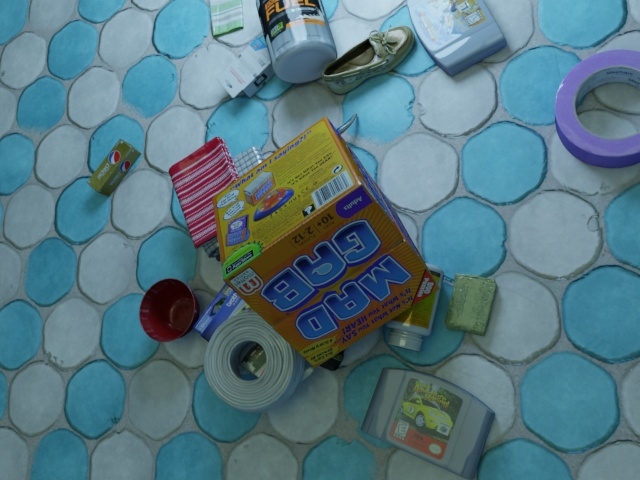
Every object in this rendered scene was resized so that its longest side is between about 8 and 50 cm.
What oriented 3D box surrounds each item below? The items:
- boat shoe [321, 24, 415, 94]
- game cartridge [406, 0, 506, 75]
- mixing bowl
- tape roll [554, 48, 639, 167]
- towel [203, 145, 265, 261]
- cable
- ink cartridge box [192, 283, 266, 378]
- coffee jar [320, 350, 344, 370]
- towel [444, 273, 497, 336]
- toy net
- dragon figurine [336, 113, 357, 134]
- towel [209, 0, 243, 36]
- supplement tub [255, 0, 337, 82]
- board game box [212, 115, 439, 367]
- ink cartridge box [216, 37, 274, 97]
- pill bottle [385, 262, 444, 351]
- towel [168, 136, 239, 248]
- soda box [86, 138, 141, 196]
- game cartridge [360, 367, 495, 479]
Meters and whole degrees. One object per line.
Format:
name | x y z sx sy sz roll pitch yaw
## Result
boat shoe | 0.137 -0.518 1.864 0.285 0.089 0.104 -34 67 9
game cartridge | 0.360 -0.611 1.825 0.198 0.062 0.297 -26 70 9
mixing bowl | -0.414 0.205 1.888 0.181 0.098 0.181 -5 75 20
tape roll | 0.715 -0.319 1.601 0.275 0.090 0.275 -5 75 19
towel | -0.237 -0.106 1.892 0.284 0.121 0.235 -32 67 12
cable | -0.171 0.310 1.679 0.257 0.089 0.257 41 93 18
ink cartridge box | -0.187 0.245 1.787 0.311 0.065 0.186 32 80 20
coffee jar | 0.037 0.243 1.722 0.096 0.079 0.184 24 86 17
towel | 0.376 0.159 1.645 0.110 0.027 0.148 10 80 21
toy net | -0.245 0.272 1.843 0.122 0.045 0.232 -40 69 -6
dragon figurine | -0.008 -0.255 1.856 0.144 0.085 0.289 22 87 23
towel | -0.304 -0.738 2.119 0.113 0.023 0.152 -13 73 18
supplement tub | -0.077 -0.637 1.917 0.193 0.193 0.316 -21 71 15
board game box | 0.000 0.000 1.573 0.356 0.356 0.356 -34 34 10
ink cartridge box | -0.216 -0.514 2.011 0.180 0.060 0.104 -42 67 6
pill bottle | 0.232 0.164 1.647 0.117 0.117 0.215 11 81 22
towel | -0.314 -0.138 1.849 0.199 0.031 0.275 -29 67 14
soda box | -0.660 -0.232 2.109 0.061 0.058 0.181 38 92 24
game cartridge | 0.262 0.430 1.609 0.294 0.060 0.196 18 80 23
